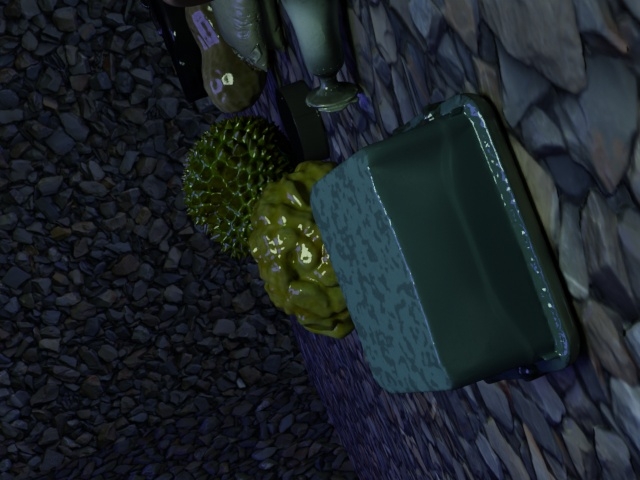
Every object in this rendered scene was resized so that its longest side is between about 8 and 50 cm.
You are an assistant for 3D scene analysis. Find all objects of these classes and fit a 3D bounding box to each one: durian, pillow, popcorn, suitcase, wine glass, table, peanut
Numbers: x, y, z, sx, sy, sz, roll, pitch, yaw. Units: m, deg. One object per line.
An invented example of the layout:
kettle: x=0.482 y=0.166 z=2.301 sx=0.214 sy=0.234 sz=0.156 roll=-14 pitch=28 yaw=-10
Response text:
durian: x=-0.127 y=-0.110 z=1.584 sx=0.225 sy=0.291 sz=0.291 roll=-25 pitch=84 yaw=43
pillow: x=-0.126 y=-0.374 z=1.362 sx=0.134 sy=0.078 sz=0.181 roll=35 pitch=151 yaw=35
popcorn: x=0.001 y=0.008 z=1.135 sx=0.216 sy=0.181 sz=0.235 roll=76 pitch=178 yaw=-47
suitcase: x=-0.278 y=-0.488 z=1.843 sx=0.345 sy=0.188 sz=0.339 roll=107 pitch=144 yaw=-75
wine glass: x=0.001 y=-0.228 z=0.967 sx=0.072 sy=0.072 sz=0.155 roll=-121 pitch=13 yaw=-56
table: x=-0.030 y=-0.187 z=1.380 sx=0.133 sy=0.043 sz=0.133 roll=160 pitch=90 yaw=-82
peanut: x=-0.174 y=-0.385 z=1.608 sx=0.120 sy=0.136 sz=0.298 roll=-15 pitch=90 yaw=43

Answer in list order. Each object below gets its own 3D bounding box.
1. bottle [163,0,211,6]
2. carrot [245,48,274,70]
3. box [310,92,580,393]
bottle: x=-0.162 y=-0.446 z=1.005 sx=0.296 sy=0.207 sz=0.173 roll=61 pitch=159 yaw=1
carrot: x=-0.126 y=-0.393 z=1.471 sx=0.069 sy=0.069 sz=0.228 roll=-117 pitch=9 yaw=-45
box: x=0.093 y=0.012 z=0.681 sx=0.162 sy=0.130 sz=0.226 roll=-28 pitch=80 yaw=67
